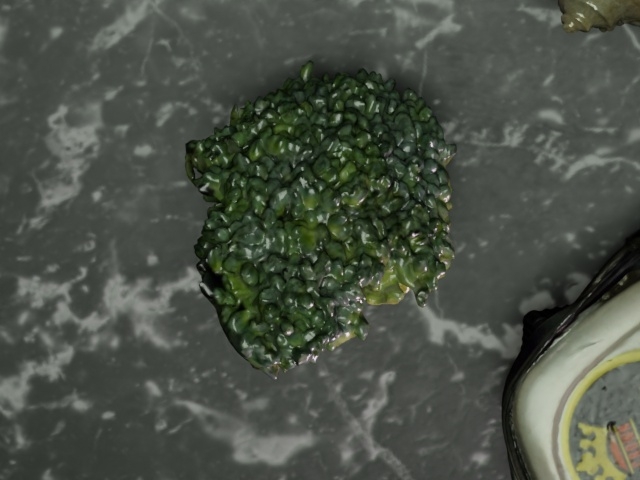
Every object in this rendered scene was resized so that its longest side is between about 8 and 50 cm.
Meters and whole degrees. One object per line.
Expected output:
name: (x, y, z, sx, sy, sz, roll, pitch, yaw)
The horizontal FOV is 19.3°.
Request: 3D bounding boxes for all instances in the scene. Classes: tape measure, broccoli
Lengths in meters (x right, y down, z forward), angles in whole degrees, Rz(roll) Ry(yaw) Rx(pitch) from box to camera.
tape measure: (0.258, 0.136, 1.662, 0.231, 0.133, 0.271, -23, 97, 0)
broccoli: (0.000, 0.000, 1.603, 0.288, 0.245, 0.248, -38, 67, -24)

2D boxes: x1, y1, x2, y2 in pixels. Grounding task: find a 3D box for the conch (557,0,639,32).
conch: (0.249, -0.273, 1.574, 0.178, 0.163, 0.245, 43, 70, -20)
